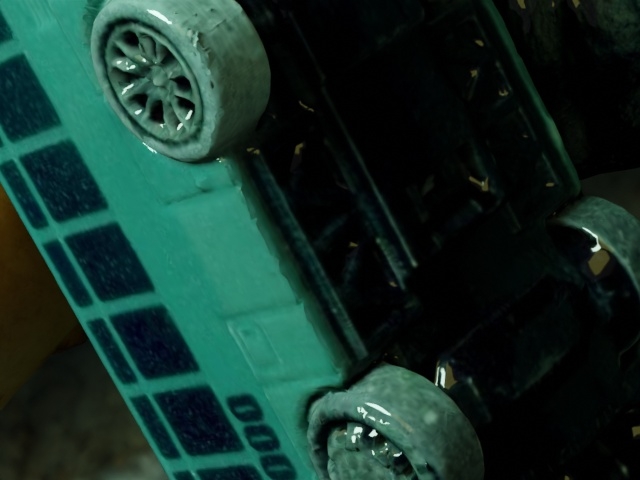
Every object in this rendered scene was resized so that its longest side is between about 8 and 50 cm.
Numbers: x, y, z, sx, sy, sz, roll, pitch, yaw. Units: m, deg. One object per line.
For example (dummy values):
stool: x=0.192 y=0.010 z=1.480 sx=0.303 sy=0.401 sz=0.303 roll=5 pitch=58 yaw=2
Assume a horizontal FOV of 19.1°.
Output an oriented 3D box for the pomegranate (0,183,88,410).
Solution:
pomegranate: x=-0.172 y=-0.020 z=0.649 sx=0.209 sy=0.209 sz=0.209 roll=-5 pitch=69 yaw=15

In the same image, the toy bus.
toy bus: x=0.000 y=0.000 z=0.559 sx=0.128 sy=0.256 sz=0.147 roll=-37 pitch=16 yaw=-35

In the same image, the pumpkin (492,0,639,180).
pumpkin: x=0.077 y=-0.115 z=0.640 sx=0.202 sy=0.140 sz=0.202 roll=-5 pitch=72 yaw=15
